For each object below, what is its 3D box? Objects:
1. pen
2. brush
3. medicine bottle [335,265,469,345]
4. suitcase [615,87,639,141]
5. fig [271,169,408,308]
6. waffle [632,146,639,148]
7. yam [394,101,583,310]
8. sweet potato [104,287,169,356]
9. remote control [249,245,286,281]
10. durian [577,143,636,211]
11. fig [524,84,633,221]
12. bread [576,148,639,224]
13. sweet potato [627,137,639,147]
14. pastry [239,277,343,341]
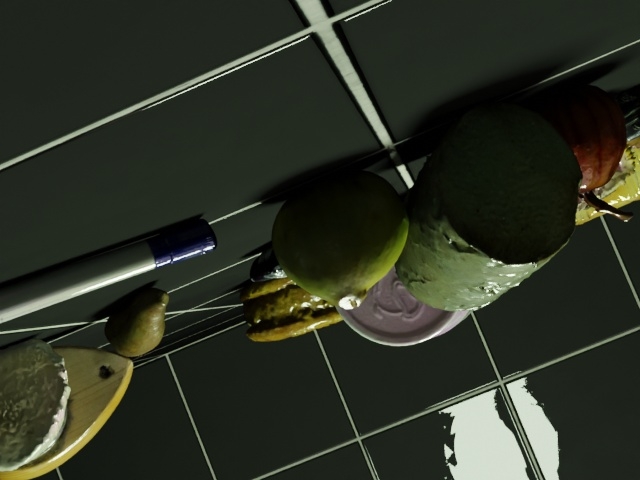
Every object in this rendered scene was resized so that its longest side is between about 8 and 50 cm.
[{"bbox_3d":[-0.219,0.036,0.948,0.269,0.033,0.033,-20,175,-22],"label":"pen"},{"bbox_3d":[-0.373,0.211,1.465,0.266,0.174,0.166,-26,168,-25],"label":"brush"},{"bbox_3d":[0.148,0.046,1.669,0.212,0.212,0.325,-23,174,13],"label":"medicine bottle"},{"bbox_3d":[0.442,-0.179,1.411,0.126,0.059,0.086,-23,176,-14],"label":"suitcase"},{"bbox_3d":[0.019,-0.008,1.074,0.136,0.121,0.153,-36,-170,49],"label":"fig"},{"bbox_3d":[0.626,-0.215,1.847,0.221,0.055,0.234,-21,176,-8],"label":"waffle"},{"bbox_3d":[0.162,-0.024,1.091,0.161,0.161,0.268,-21,168,-13],"label":"yam"},{"bbox_3d":[-0.251,0.114,1.453,0.077,0.077,0.243,-20,171,-21],"label":"sweet potato"},{"bbox_3d":[0.000,0.000,1.441,0.090,0.066,0.266,2,163,-46],"label":"remote control"},{"bbox_3d":[0.308,-0.092,1.348,0.182,0.132,0.165,-33,-173,-1],"label":"durian"},{"bbox_3d":[0.270,-0.099,1.143,0.128,0.150,0.128,-26,-147,18],"label":"fig"},{"bbox_3d":[0.558,-0.124,2.081,0.250,0.133,0.179,-24,176,35],"label":"bread"},{"bbox_3d":[0.448,-0.164,1.566,0.068,0.060,0.206,-38,162,17],"label":"sweet potato"},{"bbox_3d":[-0.034,0.096,1.994,0.240,0.132,0.235,-15,-176,-3],"label":"pastry"}]
